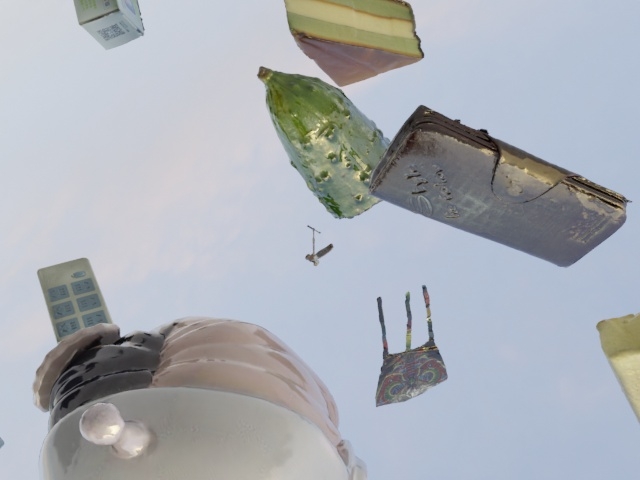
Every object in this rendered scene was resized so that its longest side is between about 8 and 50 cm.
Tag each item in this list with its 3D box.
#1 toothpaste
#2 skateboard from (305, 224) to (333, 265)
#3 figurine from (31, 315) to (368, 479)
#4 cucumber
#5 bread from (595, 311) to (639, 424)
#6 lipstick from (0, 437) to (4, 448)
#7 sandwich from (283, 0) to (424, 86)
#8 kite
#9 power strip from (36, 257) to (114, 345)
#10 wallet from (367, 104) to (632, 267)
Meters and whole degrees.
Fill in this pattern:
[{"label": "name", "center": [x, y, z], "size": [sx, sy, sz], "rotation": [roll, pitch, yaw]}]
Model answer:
[{"label": "toothpaste", "center": [-0.319, -0.431, 1.226], "size": [0.067, 0.081, 0.337], "rotation": [-19, -107, 8]}, {"label": "skateboard", "center": [0.000, 0.000, 1.666], "size": [0.064, 0.083, 0.032], "rotation": [-35, -127, -29]}, {"label": "figurine", "center": [-0.067, 0.230, 0.692], "size": [0.253, 0.361, 0.211], "rotation": [-16, -163, -2]}, {"label": "cucumber", "center": [-0.002, -0.147, 1.187], "size": [0.134, 0.244, 0.134], "rotation": [-26, -139, 25]}, {"label": "bread", "center": [0.410, 0.148, 1.026], "size": [0.125, 0.188, 0.068], "rotation": [-19, -141, 23]}, {"label": "lipstick", "center": [-0.659, 0.269, 1.494], "size": [0.077, 0.290, 0.076], "rotation": [-43, -178, 5]}, {"label": "sandwich", "center": [0.046, -0.327, 1.298], "size": [0.144, 0.187, 0.117], "rotation": [-21, -115, 20]}, {"label": "kite", "center": [0.158, 0.195, 1.601], "size": [0.152, 0.285, 0.015], "rotation": [-20, -141, -12]}, {"label": "power strip", "center": [-0.358, 0.093, 1.296], "size": [0.081, 0.035, 0.192], "rotation": [-16, -138, -17]}, {"label": "wallet", "center": [0.168, -0.041, 0.848], "size": [0.122, 0.232, 0.031], "rotation": [124, -17, -51]}]
